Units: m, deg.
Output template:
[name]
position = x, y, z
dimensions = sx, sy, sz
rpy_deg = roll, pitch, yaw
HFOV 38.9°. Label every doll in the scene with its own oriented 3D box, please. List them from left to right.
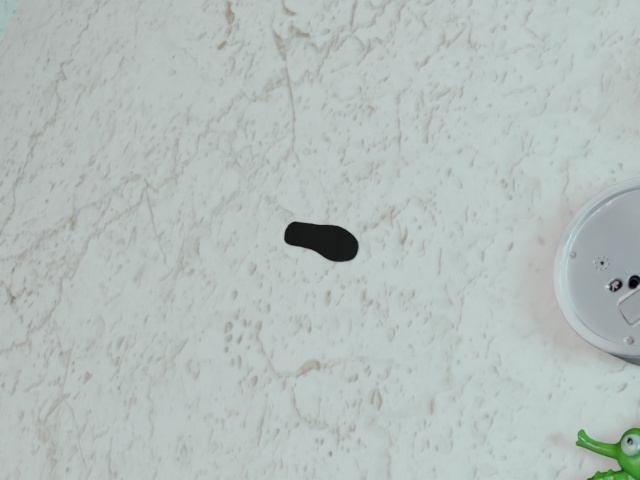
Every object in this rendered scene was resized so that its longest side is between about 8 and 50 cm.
[doll]
position = 0.293, 0.257, 0.934
dimensions = 0.190, 0.050, 0.115
rpy_deg = -53, 51, 14

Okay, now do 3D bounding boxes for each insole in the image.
[insole]
position = 0.000, 0.000, 1.327
dimensions = 0.153, 0.002, 0.053
rpy_deg = 11, 80, 43

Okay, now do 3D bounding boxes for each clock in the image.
[clock]
position = 0.351, 0.033, 0.961
dimensions = 0.197, 0.068, 0.196
rpy_deg = -17, 63, 36
